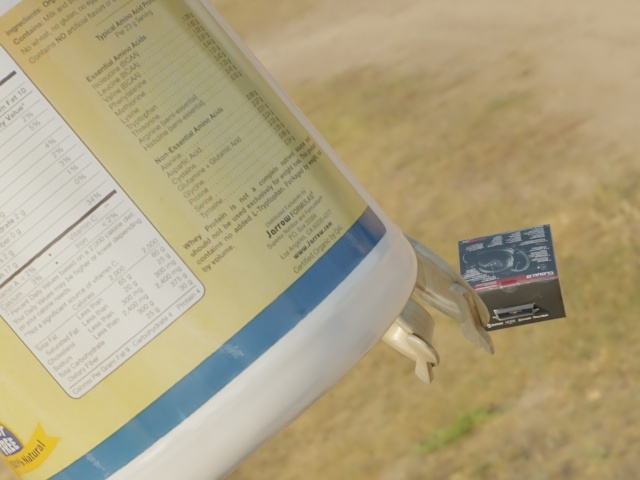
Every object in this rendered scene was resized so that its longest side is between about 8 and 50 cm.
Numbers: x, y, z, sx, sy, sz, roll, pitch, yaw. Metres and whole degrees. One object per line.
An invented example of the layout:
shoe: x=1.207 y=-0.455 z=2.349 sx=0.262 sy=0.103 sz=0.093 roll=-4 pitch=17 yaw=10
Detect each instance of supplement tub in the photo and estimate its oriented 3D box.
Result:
supplement tub: x=-0.082 y=-0.020 z=0.588 sx=0.144 sy=0.200 sz=0.144 roll=-40 pitch=4 yaw=4

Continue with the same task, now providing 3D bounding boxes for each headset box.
headset box: x=0.120 y=0.026 z=1.174 sx=0.062 sy=0.032 sz=0.083 roll=-12 pitch=27 yaw=7

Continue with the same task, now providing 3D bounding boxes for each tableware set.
tableware set: x=0.000 y=0.000 z=0.753 sx=0.020 sy=0.168 sz=0.141 roll=-52 pitch=-9 yaw=-11
